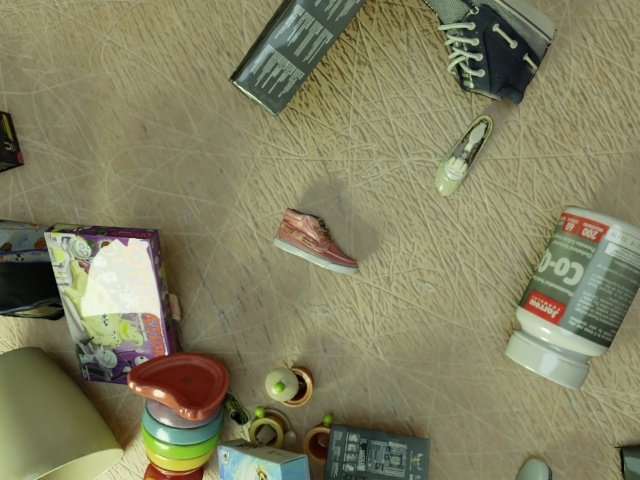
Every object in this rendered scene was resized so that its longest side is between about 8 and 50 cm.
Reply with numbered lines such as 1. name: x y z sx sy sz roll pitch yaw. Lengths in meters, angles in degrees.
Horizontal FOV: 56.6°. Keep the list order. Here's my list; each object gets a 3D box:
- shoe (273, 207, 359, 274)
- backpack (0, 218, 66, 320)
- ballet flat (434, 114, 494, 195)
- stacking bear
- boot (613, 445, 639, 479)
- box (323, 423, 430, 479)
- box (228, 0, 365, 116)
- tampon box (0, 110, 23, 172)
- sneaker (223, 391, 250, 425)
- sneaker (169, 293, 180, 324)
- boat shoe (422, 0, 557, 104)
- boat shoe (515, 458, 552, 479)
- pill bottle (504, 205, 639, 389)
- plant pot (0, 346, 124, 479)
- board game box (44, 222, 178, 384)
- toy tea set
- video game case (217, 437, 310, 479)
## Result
1. shoe: 0.000 0.000 1.141 0.178 0.063 0.081 22 99 13
2. backpack: -0.659 0.060 1.164 0.264 0.276 0.213 -4 86 16
3. ballet flat: 0.263 -0.161 1.100 0.057 0.052 0.168 30 96 8
4. stacking bear: -0.271 0.378 1.139 0.175 0.164 0.289 20 112 20
5. boot: 0.608 0.453 1.051 0.137 0.077 0.197 -9 76 14
6. box: 0.092 0.457 1.050 0.184 0.059 0.232 8 69 2
7. box: -0.006 -0.401 1.007 0.097 0.318 0.395 36 96 -16
8. tampon box: -0.734 -0.196 1.242 0.161 0.101 0.120 -16 89 9
9. sneaker: -0.174 0.336 1.191 0.083 0.035 0.031 43 96 6
10. sneaker: -0.342 0.147 1.213 0.134 0.051 0.070 -20 63 23
11. boat shoe: 0.251 -0.344 0.992 0.341 0.127 0.158 15 100 -31
12. boat shoe: 0.395 0.512 1.083 0.076 0.080 0.228 11 90 -8
13. pill bottle: 0.439 0.098 1.020 0.161 0.161 0.283 25 94 8
14. plant pot: -0.566 0.359 1.172 0.256 0.256 0.274 -37 69 8
15. board game box: -0.391 0.134 1.145 0.208 0.056 0.346 1 118 6
16. toy tea set: -0.044 0.409 1.125 0.200 0.124 0.336 -25 87 9
17. video game case: -0.096 0.505 1.050 0.244 0.061 0.269 -15 80 53
